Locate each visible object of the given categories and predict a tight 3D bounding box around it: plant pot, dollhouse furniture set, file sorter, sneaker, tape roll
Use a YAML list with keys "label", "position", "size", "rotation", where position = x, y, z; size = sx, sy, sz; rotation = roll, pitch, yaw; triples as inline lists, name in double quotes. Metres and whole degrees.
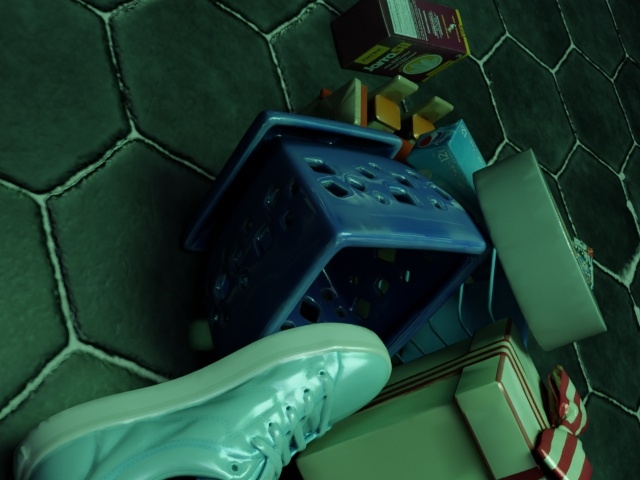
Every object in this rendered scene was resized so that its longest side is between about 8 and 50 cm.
- label: "plant pot"
  position: [0.000, 0.000, 0.893]
  size: [0.235, 0.236, 0.212]
  rotation: [2, 47, -42]
- label: "dollhouse furniture set"
  position: [0.096, -0.107, 1.106]
  size: [0.259, 0.135, 0.262]
  rotation: [21, 58, -35]
- label: "file sorter"
  position: [0.164, 0.084, 1.042]
  size: [0.104, 0.170, 0.118]
  rotation: [46, 45, -41]
- label: "sneaker"
  position: [-0.074, 0.196, 0.744]
  size: [0.365, 0.135, 0.150]
  rotation: [-18, 47, -23]
- label: "tape roll"
  position: [0.245, 0.010, 0.924]
  size: [0.219, 0.072, 0.219]
  rotation: [57, 20, -34]

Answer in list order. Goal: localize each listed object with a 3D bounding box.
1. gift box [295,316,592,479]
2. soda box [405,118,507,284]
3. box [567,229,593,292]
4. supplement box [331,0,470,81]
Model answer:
- label: "gift box"
  position: [0.167, 0.256, 0.879]
  size: [0.276, 0.258, 0.255]
  rotation: [61, 19, -7]
- label: "soda box"
  position: [0.195, -0.047, 1.078]
  size: [0.210, 0.067, 0.071]
  rotation: [57, 38, -20]
- label: "box"
  position: [0.421, 0.026, 1.423]
  size: [0.137, 0.027, 0.094]
  rotation: [31, 52, -29]
- label: "supplement box"
  position: [0.122, -0.305, 1.242]
  size: [0.188, 0.104, 0.081]
  rotation: [-1, 73, -42]
